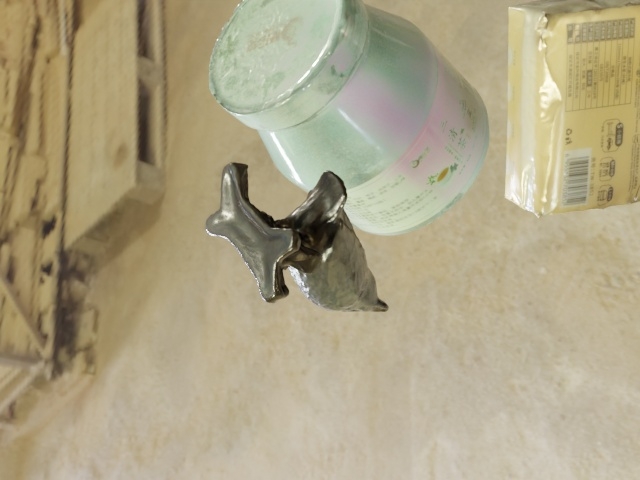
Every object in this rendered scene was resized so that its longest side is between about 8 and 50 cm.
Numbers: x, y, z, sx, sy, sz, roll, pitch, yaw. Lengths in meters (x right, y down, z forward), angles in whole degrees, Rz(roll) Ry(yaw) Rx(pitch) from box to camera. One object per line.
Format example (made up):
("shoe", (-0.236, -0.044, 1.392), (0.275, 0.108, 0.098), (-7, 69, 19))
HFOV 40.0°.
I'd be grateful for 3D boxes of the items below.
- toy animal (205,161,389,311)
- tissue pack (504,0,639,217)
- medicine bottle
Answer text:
("toy animal", (0.003, -0.001, 0.813), (0.121, 0.210, 0.117), (39, 99, 36))
("tissue pack", (0.289, -0.147, 0.931), (0.090, 0.186, 0.222), (-139, 41, -63))
("medicine bottle", (0.031, -0.167, 1.059), (0.245, 0.290, 0.244), (-20, 56, 33))
